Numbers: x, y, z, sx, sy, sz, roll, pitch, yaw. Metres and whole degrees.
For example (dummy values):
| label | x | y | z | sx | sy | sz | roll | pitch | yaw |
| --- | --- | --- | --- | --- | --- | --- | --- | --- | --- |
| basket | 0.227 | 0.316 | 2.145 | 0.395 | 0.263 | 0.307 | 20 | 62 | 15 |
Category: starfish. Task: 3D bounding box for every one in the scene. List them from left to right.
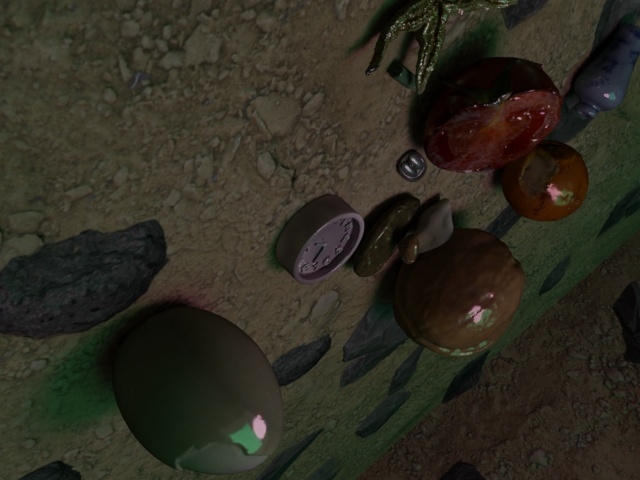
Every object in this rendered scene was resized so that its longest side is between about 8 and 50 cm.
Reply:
| label | x | y | z | sx | sy | sz | roll | pitch | yaw |
| --- | --- | --- | --- | --- | --- | --- | --- | --- | --- |
| starfish | 0.227 | -0.420 | 1.231 | 0.358 | 0.078 | 0.347 | -12 | 136 | -46 |

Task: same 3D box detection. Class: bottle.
| label | x | y | z | sx | sy | sz | roll | pitch | yaw |
| --- | --- | --- | --- | --- | --- | --- | --- | --- | --- |
| bottle | 0.162 | -0.316 | 1.329 | 0.030 | 0.030 | 0.083 | -54 | 152 | 14 |

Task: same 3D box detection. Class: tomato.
| label | x | y | z | sx | sy | sz | roll | pitch | yaw |
| --- | --- | --- | --- | --- | --- | --- | --- | --- | --- |
| tomato | 0.357 | -0.288 | 1.488 | 0.309 | 0.170 | 0.309 | -5 | 156 | -2 |

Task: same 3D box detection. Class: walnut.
| label | x | y | z | sx | sy | sz | roll | pitch | yaw |
| --- | --- | --- | --- | --- | --- | --- | --- | --- | --- |
| walnut | 0.382 | 0.146 | 1.918 | 0.381 | 0.381 | 0.381 | -33 | 149 | -23 |

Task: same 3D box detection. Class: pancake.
| label | x | y | z | sx | sy | sz | roll | pitch | yaw |
| --- | --- | --- | --- | --- | --- | --- | --- | --- | --- |
| pancake | 0.162 | -0.011 | 1.706 | 0.242 | 0.050 | 0.242 | -41 | 157 | -22 |

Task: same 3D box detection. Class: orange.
| label | x | y | z | sx | sy | sz | roll | pitch | yaw |
| --- | --- | --- | --- | --- | --- | --- | --- | --- | --- |
| orange | 0.630 | -0.169 | 1.932 | 0.240 | 0.240 | 0.240 | -33 | 149 | -23 |

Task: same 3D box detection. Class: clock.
| label | x | y | z | sx | sy | sz | roll | pitch | yaw |
| --- | --- | --- | --- | --- | --- | --- | --- | --- | --- |
| clock | 0.000 | 0.000 | 1.480 | 0.197 | 0.068 | 0.196 | -32 | 148 | -23 |

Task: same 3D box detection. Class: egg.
| label | x | y | z | sx | sy | sz | roll | pitch | yaw |
| --- | --- | --- | --- | --- | --- | --- | --- | --- | --- |
| egg | -0.221 | 0.294 | 1.296 | 0.278 | 0.336 | 0.278 | -38 | 157 | -19 |

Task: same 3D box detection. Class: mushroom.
| label | x | y | z | sx | sy | sz | roll | pitch | yaw |
| --- | --- | --- | --- | --- | --- | --- | --- | --- | --- |
| mushroom | 0.270 | -0.020 | 1.773 | 0.225 | 0.093 | 0.116 | -38 | 141 | -31 |

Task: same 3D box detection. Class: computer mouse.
| label | x | y | z | sx | sy | sz | roll | pitch | yaw |
| --- | --- | --- | --- | --- | --- | --- | --- | --- | --- |
| computer mouse | 0.215 | -0.166 | 1.581 | 0.066 | 0.039 | 0.096 | -48 | 151 | 4 |

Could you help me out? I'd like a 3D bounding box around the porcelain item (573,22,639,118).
| label | x | y | z | sx | sy | sz | roll | pitch | yaw |
| --- | --- | --- | --- | --- | --- | --- | --- | --- | --- |
| porcelain item | 0.793 | -0.460 | 1.888 | 0.141 | 0.141 | 0.259 | 13 | 109 | -58 |
